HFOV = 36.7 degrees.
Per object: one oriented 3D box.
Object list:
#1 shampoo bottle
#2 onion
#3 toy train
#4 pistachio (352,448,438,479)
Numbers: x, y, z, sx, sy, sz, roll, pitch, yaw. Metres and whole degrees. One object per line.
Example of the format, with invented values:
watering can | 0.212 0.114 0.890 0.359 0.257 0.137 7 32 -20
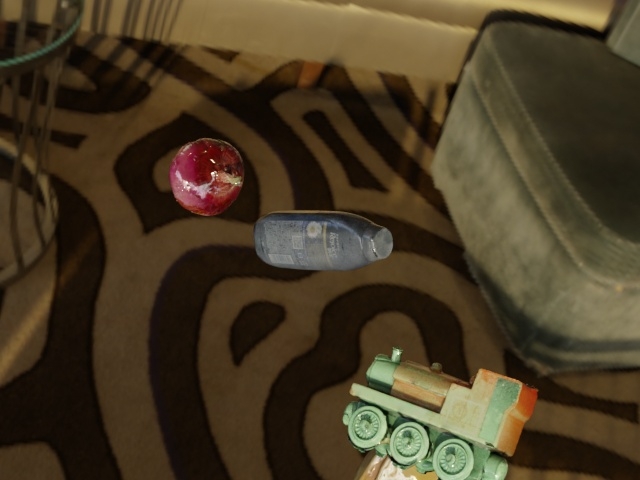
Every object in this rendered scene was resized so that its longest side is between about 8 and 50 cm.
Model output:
shampoo bottle | 0.000 0.000 1.386 0.233 0.087 0.049 1 15 43
onion | -0.192 -0.111 1.763 0.150 0.150 0.140 -13 24 -34
toy train | 0.107 0.164 0.914 0.176 0.118 0.074 17 -11 35
pistachio | 0.146 0.386 1.569 0.181 0.293 0.162 16 26 -42
